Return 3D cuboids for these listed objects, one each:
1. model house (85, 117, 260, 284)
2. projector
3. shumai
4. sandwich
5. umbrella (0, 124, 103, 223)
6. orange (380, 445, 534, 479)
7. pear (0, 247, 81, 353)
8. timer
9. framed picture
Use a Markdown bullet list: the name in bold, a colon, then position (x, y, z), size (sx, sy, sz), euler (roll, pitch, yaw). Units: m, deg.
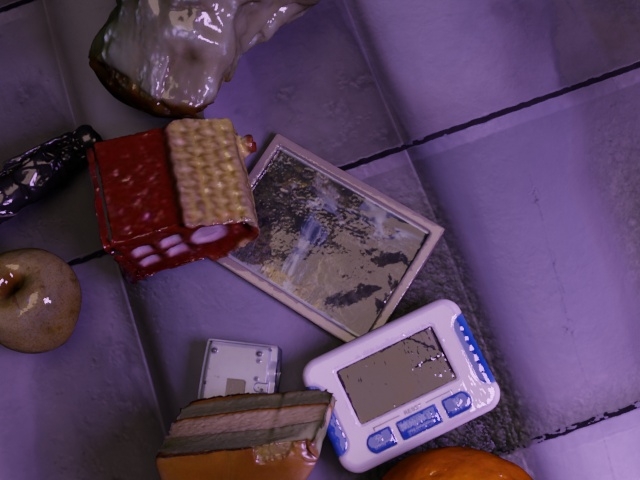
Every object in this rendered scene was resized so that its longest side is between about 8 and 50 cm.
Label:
- **model house**: position (-0.210, -0.070, 1.328), size (0.254, 0.160, 0.196), euler (-18, 66, 4)
- **projector**: position (-0.123, 0.227, 1.301), size (0.115, 0.061, 0.147), euler (6, 76, 5)
- **shumai**: position (-0.207, -0.348, 1.363), size (0.397, 0.324, 0.323), euler (16, 92, 15)
- **sandwich**: position (-0.079, 0.328, 1.185), size (0.227, 0.155, 0.198), euler (-9, 108, 11)
- **umbrella**: position (-0.516, -0.082, 1.402), size (0.357, 0.113, 0.106), euler (-37, 102, -10)
- **orange**: position (0.182, 0.415, 1.132), size (0.284, 0.226, 0.284), euler (-3, 76, 10)
- **pear**: position (-0.451, 0.091, 1.332), size (0.167, 0.136, 0.167), euler (-2, 71, 6)
- **timer**: position (0.116, 0.210, 1.262), size (0.253, 0.078, 0.178), euler (-25, 80, -1)
- **framed picture**: position (0.000, 0.000, 1.371), size (0.324, 0.020, 0.240), euler (33, 81, 13)
